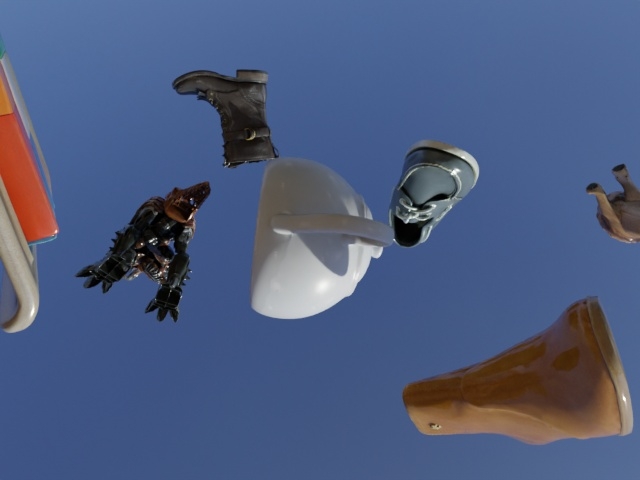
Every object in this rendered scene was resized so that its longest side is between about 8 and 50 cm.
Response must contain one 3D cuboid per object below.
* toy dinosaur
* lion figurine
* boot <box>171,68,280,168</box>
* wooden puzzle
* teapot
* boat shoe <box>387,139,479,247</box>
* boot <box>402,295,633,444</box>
[{"bbox_3d":[-0.281,-0.006,0.841,0.164,0.322,0.218,17,-130,-8],"label":"toy dinosaur"},{"bbox_3d":[0.777,-0.048,1.158,0.142,0.240,0.392,-40,-159,8],"label":"lion figurine"},{"bbox_3d":[-0.231,-0.290,1.219,0.263,0.229,0.091,0,-170,10],"label":"boot"},{"bbox_3d":[-0.219,-0.091,0.334,0.044,0.239,0.221,-13,-153,-25],"label":"wooden puzzle"},{"bbox_3d":[0.000,0.000,0.732,0.187,0.252,0.256,6,-143,-4],"label":"teapot"},{"bbox_3d":[0.170,-0.062,0.820,0.116,0.319,0.099,22,-102,5],"label":"boat shoe"},{"bbox_3d":[0.185,0.155,0.516,0.211,0.295,0.104,-9,-125,21],"label":"boot"}]
